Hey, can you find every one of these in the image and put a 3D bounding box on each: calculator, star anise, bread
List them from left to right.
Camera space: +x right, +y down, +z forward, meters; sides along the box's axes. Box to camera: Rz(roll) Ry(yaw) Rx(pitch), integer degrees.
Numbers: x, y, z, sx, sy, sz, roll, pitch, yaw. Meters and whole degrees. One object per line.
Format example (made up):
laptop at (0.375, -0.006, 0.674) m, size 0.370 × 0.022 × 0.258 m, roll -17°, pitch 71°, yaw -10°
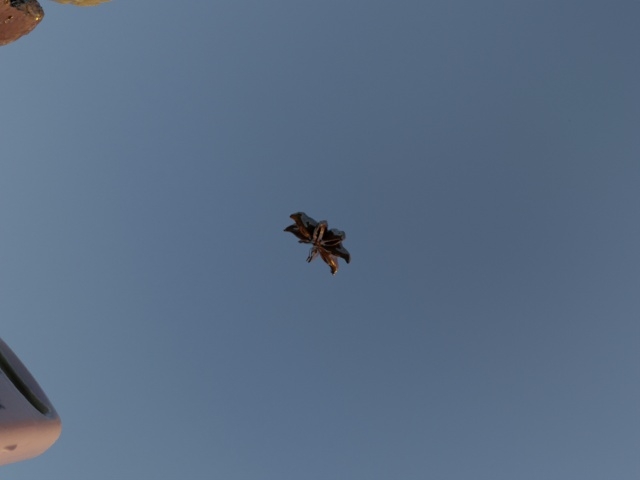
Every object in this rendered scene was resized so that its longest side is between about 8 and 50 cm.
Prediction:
calculator at (-0.192, 0.073, 0.285) m, size 0.032 × 0.175 × 0.100 m, roll -41°, pitch -100°, yaw -10°
bread at (-0.354, -0.248, 0.596) m, size 0.082 × 0.113 × 0.060 m, roll -38°, pitch -85°, yaw 1°
star anise at (0.002, -0.001, 1.014) m, size 0.141 × 0.042 × 0.141 m, roll 29°, pitch -31°, yaw 19°

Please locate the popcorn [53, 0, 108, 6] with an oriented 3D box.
popcorn at (-0.384, -0.513, 0.918) m, size 0.258 × 0.224 × 0.270 m, roll 21°, pitch -104°, yaw 37°
